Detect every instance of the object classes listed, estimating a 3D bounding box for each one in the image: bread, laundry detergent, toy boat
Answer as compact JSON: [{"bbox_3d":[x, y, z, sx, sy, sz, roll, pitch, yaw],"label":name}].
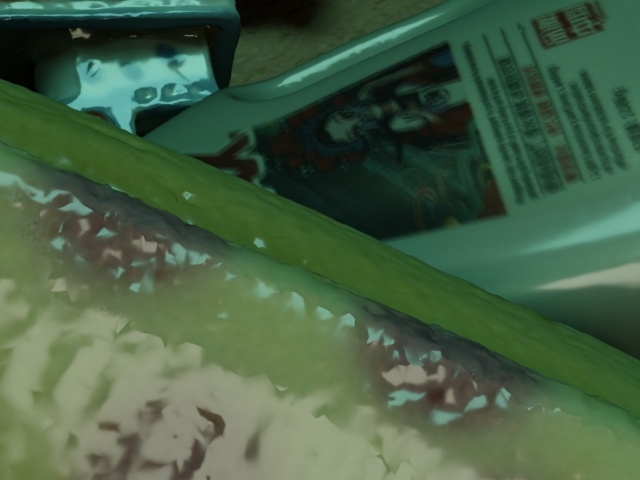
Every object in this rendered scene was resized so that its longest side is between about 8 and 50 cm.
[{"bbox_3d":[-0.048,0.056,0.582,0.338,0.155,0.187,24,9,-3],"label":"bread"},{"bbox_3d":[0.000,0.000,0.780,0.397,0.125,0.264,-17,38,5],"label":"laundry detergent"},{"bbox_3d":[-0.204,-0.062,0.903,0.331,0.145,0.133,-6,65,-13],"label":"toy boat"}]
